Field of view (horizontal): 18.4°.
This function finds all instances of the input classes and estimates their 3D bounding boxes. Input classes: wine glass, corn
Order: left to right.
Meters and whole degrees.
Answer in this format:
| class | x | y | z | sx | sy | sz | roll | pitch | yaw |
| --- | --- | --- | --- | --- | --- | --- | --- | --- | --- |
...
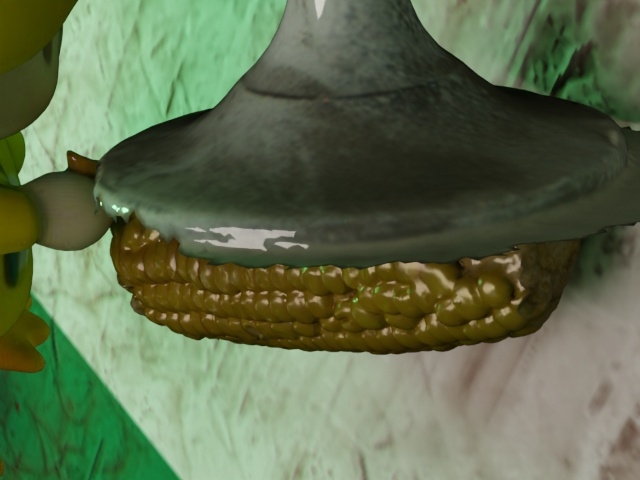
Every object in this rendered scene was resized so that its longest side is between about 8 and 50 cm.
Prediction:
| class | x | y | z | sx | sy | sz | roll | pitch | yaw |
| --- | --- | --- | --- | --- | --- | --- | --- | --- | --- |
| corn | 0.000 | 0.000 | 0.803 | 0.262 | 0.097 | 0.097 | 0 | 102 | 50 |
| wine glass | 0.005 | -0.172 | 0.639 | 0.238 | 0.238 | 0.323 | 15 | 118 | 47 |

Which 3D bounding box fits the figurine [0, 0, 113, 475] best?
| class | x | y | z | sx | sy | sz | roll | pitch | yaw |
| --- | --- | --- | --- | --- | --- | --- | --- | --- | --- |
| figurine | -0.165 | -0.066 | 0.808 | 0.215 | 0.187 | 0.343 | -109 | 18 | -56 |
